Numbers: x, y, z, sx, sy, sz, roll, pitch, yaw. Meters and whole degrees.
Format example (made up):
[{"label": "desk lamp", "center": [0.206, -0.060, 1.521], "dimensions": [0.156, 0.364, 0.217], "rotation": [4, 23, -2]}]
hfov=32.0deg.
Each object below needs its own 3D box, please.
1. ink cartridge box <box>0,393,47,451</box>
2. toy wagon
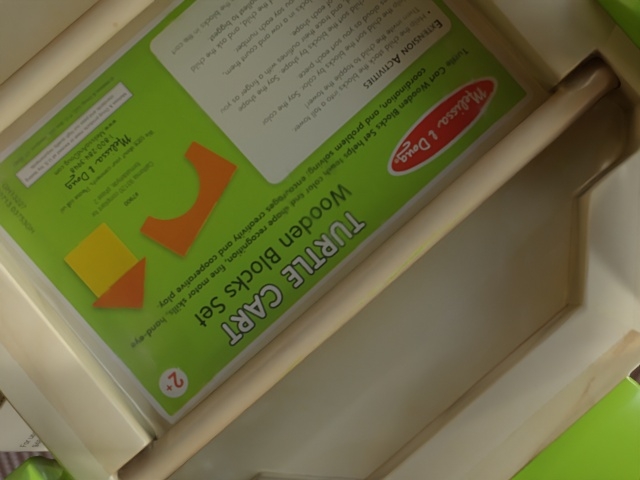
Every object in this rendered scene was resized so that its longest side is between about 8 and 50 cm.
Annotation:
[{"label": "ink cartridge box", "center": [-0.077, 0.019, 0.546], "dimensions": [0.208, 0.153, 0.087], "rotation": [8, -43, -40]}, {"label": "toy wagon", "center": [0.000, 0.000, 0.359], "dimensions": [0.267, 0.068, 0.344], "rotation": [-41, -92, -2]}]
